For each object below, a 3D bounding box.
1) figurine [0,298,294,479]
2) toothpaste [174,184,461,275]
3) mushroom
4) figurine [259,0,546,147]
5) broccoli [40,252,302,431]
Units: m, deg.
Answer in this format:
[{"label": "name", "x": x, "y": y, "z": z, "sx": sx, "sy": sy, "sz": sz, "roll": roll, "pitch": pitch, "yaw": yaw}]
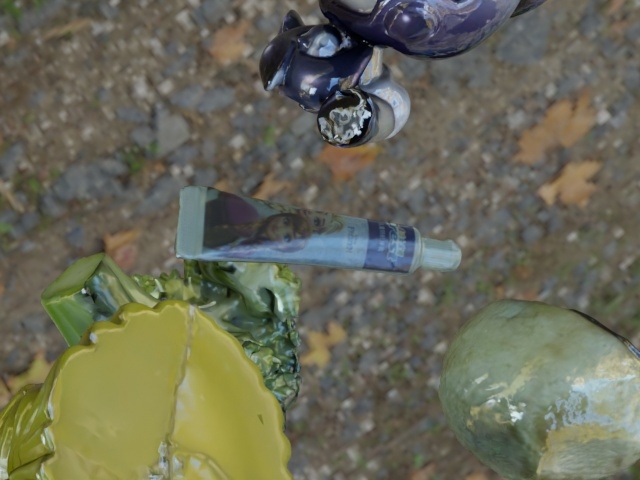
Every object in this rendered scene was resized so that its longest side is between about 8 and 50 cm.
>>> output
[{"label": "figurine", "x": -0.175, "y": 0.169, "z": 0.730, "sx": 0.315, "sy": 0.187, "sz": 0.168, "roll": -25, "pitch": 164, "yaw": 35}, {"label": "toothpaste", "x": 0.000, "y": 0.000, "z": 1.082, "sx": 0.216, "sy": 0.062, "sz": 0.037, "roll": 8, "pitch": 150, "yaw": -12}, {"label": "mushroom", "x": 0.261, "y": 0.190, "z": 1.729, "sx": 0.164, "sy": 0.267, "sz": 0.190, "roll": -42, "pitch": 163, "yaw": -36}, {"label": "figurine", "x": 0.069, "y": -0.158, "z": 0.897, "sx": 0.145, "sy": 0.145, "sz": 0.222, "roll": 12, "pitch": 120, "yaw": -53}, {"label": "broccoli", "x": -0.136, "y": 0.108, "z": 1.285, "sx": 0.263, "sy": 0.247, "sz": 0.243, "roll": -33, "pitch": 122, "yaw": 12}]
